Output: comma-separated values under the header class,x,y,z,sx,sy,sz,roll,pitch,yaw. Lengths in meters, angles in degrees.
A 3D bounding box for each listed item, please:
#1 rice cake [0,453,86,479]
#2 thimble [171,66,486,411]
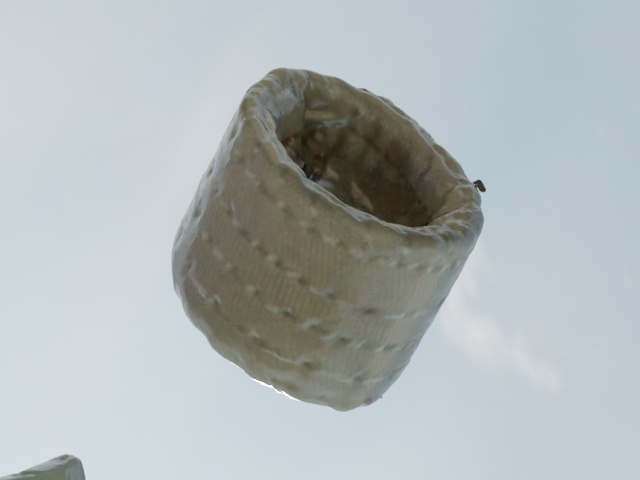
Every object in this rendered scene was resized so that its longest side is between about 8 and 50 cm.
class,x,y,z,sx,sy,sz,roll,pitch,yaw
rice cake,-0.163,0.226,1.038,0.042,0.080,0.221,15,-68,35
thimble,0.000,0.000,0.739,0.115,0.102,0.090,-96,-151,-57
